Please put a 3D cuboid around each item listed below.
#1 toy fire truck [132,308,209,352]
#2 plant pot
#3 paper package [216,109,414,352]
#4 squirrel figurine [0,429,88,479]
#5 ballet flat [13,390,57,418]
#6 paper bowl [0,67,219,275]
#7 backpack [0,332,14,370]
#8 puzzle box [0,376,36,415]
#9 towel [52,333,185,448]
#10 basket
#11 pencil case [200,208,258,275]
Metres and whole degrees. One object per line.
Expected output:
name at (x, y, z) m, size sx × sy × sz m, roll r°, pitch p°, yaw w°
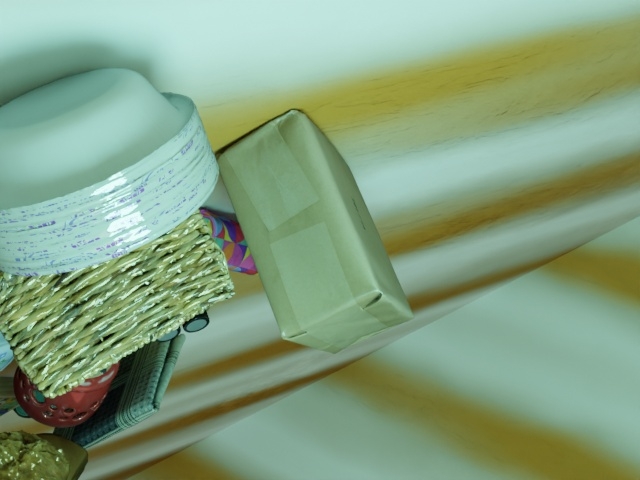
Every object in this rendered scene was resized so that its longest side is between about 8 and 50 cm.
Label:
toy fire truck at (-0.324, 0.111, 1.606) m, size 0.217 × 0.158 × 0.246 m, roll -17°, pitch 149°, yaw -15°
plant pot at (-0.515, 0.265, 1.720) m, size 0.191 × 0.191 × 0.174 m, roll -5°, pitch 148°, yaw -43°
paper package at (0.000, 0.000, 1.373) m, size 0.168 × 0.324 × 0.309 m, roll -26°, pitch 162°, yaw 10°
squirrel figurine at (-0.658, 0.425, 1.533) m, size 0.371 × 0.281 × 0.397 m, roll 24°, pitch 150°, yaw -3°
ballet flat at (-0.615, 0.374, 2.058) m, size 0.281 × 0.095 × 0.096 m, roll -6°, pitch 175°, yaw -15°
paper bowl at (-0.271, -0.094, 0.944) m, size 0.284 × 0.284 × 0.148 m, roll -21°, pitch 120°, yaw -6°
backpack at (-0.584, 0.131, 1.264) m, size 0.277 × 0.213 × 0.263 m, roll -15°, pitch 171°, yaw -30°
puzzle box at (-0.869, 0.377, 1.819) m, size 0.272 × 0.052 × 0.409 m, roll -29°, pitch 161°, yaw 19°
towel at (-0.453, 0.333, 1.868) m, size 0.312 × 0.324 × 0.056 m, roll -29°, pitch 117°, yaw 19°
basket at (-0.307, 0.026, 1.135) m, size 0.299 × 0.213 × 0.223 m, roll -30°, pitch -153°, yaw -13°
pencil case at (-0.175, 0.004, 1.541) m, size 0.104 × 0.104 × 0.236 m, roll -29°, pitch 162°, yaw 18°
